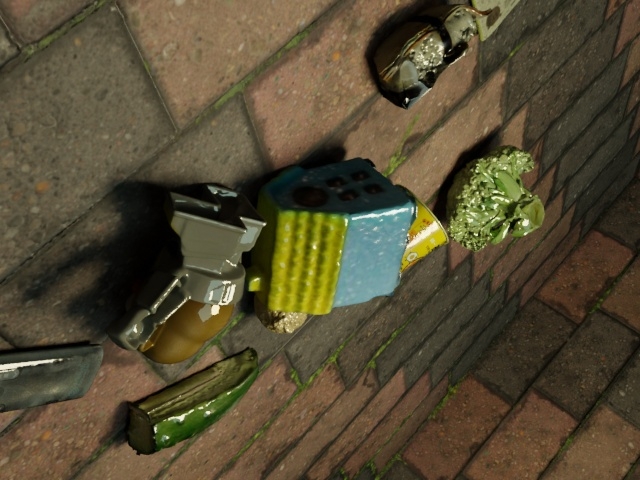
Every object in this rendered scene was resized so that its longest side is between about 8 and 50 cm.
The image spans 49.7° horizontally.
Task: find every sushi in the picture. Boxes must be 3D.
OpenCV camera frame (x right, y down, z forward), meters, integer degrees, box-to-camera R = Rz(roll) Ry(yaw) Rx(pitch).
[{"bbox_3d":[0.206,-0.381,1.298,0.273,0.134,0.109,-43,119,-1],"label":"sushi"}]

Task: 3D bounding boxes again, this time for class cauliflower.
[{"bbox_3d":[0.466,-0.099,1.832,0.272,0.250,0.275,-26,136,-44],"label":"cauliflower"}]

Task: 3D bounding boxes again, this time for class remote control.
[{"bbox_3d":[-0.479,0.206,0.972,0.377,0.044,0.107,4,113,-58],"label":"remote control"}]

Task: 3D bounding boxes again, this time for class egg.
[{"bbox_3d":[-0.077,0.128,1.405,0.116,0.118,0.140,-32,139,-4],"label":"egg"}]

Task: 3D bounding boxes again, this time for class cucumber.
[{"bbox_3d":[-0.237,0.330,1.405,0.325,0.105,0.145,-23,138,-47],"label":"cucumber"}]

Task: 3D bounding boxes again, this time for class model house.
[{"bbox_3d":[0.000,0.000,1.290,0.303,0.215,0.237,-14,131,-29],"label":"model house"}]

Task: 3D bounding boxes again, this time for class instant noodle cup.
[{"bbox_3d":[0.182,-0.015,1.590,0.144,0.182,0.182,-42,150,-5],"label":"instant noodle cup"}]

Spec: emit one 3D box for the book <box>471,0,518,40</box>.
[{"bbox_3d":[0.373,-0.594,1.391,0.239,0.035,0.352,-50,151,-6],"label":"book"}]

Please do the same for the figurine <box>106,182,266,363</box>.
[{"bbox_3d":[-0.208,0.068,1.097,0.342,0.167,0.285,-2,121,-51],"label":"figurine"}]
